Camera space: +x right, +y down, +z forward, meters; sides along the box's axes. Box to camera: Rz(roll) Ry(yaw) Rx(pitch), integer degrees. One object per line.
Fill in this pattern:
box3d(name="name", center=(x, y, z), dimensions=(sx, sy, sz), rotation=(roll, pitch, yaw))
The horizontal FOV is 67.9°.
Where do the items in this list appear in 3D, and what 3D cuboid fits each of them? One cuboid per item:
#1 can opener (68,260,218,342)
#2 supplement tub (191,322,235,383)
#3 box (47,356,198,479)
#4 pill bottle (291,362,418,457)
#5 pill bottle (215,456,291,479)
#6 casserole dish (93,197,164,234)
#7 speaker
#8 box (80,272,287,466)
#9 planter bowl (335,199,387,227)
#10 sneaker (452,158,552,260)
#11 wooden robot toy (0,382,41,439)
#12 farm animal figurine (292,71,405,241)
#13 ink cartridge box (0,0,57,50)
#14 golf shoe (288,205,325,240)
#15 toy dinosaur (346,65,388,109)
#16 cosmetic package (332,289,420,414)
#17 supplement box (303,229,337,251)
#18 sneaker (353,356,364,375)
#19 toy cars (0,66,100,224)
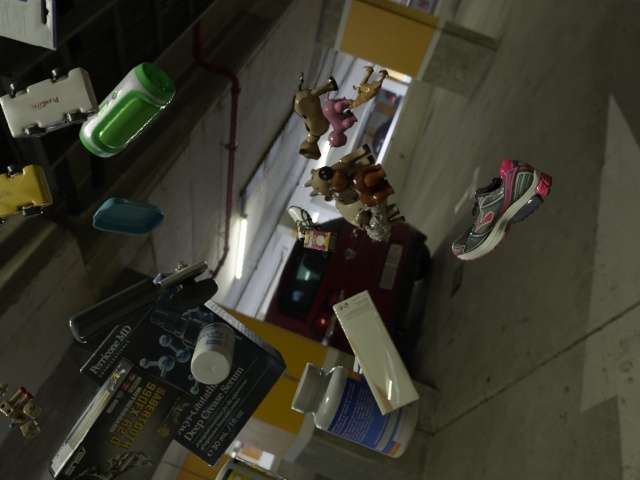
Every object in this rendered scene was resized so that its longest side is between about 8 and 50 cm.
box3d(name="can opener", center=(-0.332, 0.118, 0.922), dimensions=(0.280, 0.093, 0.074), rotation=(-25, -16, -30))
box3d(name="supplement tub", center=(-0.194, 0.203, 0.869), dimensions=(0.107, 0.071, 0.071), rotation=(-110, 39, -72))
box3d(name="box", center=(-0.382, 0.376, 0.944), dimensions=(0.183, 0.056, 0.231), rotation=(47, -113, -38))
box3d(name="pill bottle", center=(0.077, 0.389, 1.120), dimensions=(0.152, 0.272, 0.152), rotation=(-158, 90, -90))
box3d(name="pill bottle", center=(-0.128, 0.579, 1.061), dimensions=(0.119, 0.208, 0.119), rotation=(13, -90, -69))
box3d(name="casserole dish", center=(-0.499, -0.065, 1.238), dimensions=(0.114, 0.037, 0.188), rotation=(-38, -26, 25))
box3d(name="speaker", center=(-0.548, -0.364, 1.345), dimensions=(0.296, 0.131, 0.131), rotation=(-34, 13, 23))
box3d(name="box", center=(-0.332, 0.312, 1.225), dimensions=(0.293, 0.395, 0.212), rotation=(-53, 5, -9))
box3d(name="planter bowl", center=(0.141, -0.101, 1.455), dimensions=(0.162, 0.109, 0.162), rotation=(-24, -23, -11))
box3d(name="sneaker", center=(0.402, -0.070, 1.122), dimensions=(0.299, 0.112, 0.121), rotation=(-60, 1, 43))
box3d(name="wooden robot toy", center=(-0.711, 0.407, 1.137), dimensions=(0.076, 0.173, 0.079), rotation=(-48, -26, -32))
box3d(name="farm animal figurine", center=(0.040, -0.172, 1.106), dimensions=(0.330, 0.172, 0.327), rotation=(67, -170, 27))
box3d(name="ink cartridge box", center=(-0.751, -0.567, 1.100), dimensions=(0.065, 0.332, 0.165), rotation=(-70, -3, -62))
box3d(name="golf shoe", center=(-0.067, -0.055, 1.885), dimensions=(0.094, 0.198, 0.077), rotation=(-41, -12, -29))
box3d(name="toy dinosaur", center=(0.124, -0.363, 1.137), dimensions=(0.112, 0.064, 0.211), rotation=(-71, 17, -8))
box3d(name="cosmetic package", center=(0.057, 0.113, 0.486), dimensions=(0.041, 0.115, 0.060), rotation=(-26, -18, 2))
box3d(name="supplement box", center=(0.000, 0.000, 1.373), dimensions=(0.043, 0.083, 0.055), rotation=(8, -91, -59))
box3d(name="sneaker", center=(0.186, 0.370, 1.614), dimensions=(0.079, 0.121, 0.217), rotation=(-29, 43, 59))
box3d(name="toy cars", center=(-0.560, -0.176, 0.939), dimensions=(0.394, 0.176, 0.087), rotation=(-56, -3, 13))
